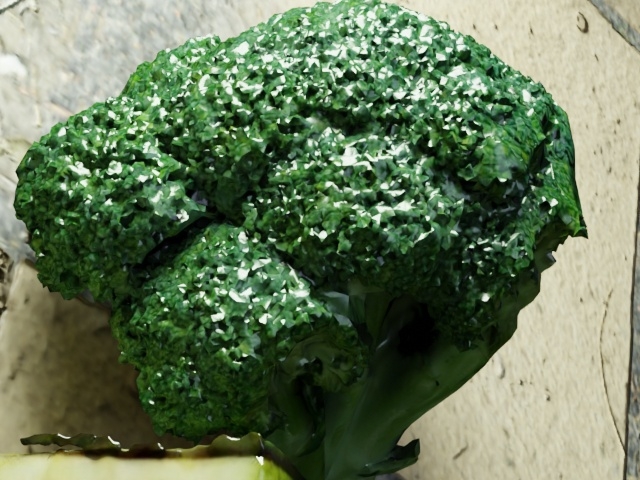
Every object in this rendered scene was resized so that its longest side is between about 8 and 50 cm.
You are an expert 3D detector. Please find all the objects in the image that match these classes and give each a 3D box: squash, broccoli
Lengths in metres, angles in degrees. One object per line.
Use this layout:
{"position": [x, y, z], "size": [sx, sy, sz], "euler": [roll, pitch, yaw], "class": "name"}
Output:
{"position": [-0.075, 0.172, 0.757], "size": [0.252, 0.169, 0.093], "euler": [65, 25, -63], "class": "squash"}
{"position": [0.000, 0.000, 0.790], "size": [0.294, 0.265, 0.245], "euler": [-5, 108, -52], "class": "broccoli"}
